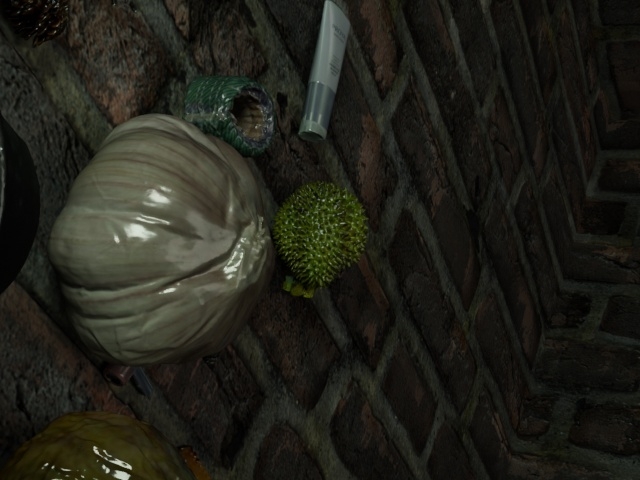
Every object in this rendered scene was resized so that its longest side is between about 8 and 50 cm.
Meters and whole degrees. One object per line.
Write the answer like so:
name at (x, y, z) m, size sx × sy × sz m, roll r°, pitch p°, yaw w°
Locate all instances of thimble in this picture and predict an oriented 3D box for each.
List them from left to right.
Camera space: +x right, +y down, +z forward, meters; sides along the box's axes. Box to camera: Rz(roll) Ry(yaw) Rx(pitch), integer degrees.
thimble at (-0.132, -0.184, 1.461) m, size 0.135 × 0.090 × 0.119 m, roll 37°, pitch 59°, yaw -54°

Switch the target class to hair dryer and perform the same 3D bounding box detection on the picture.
hair dryer at (-0.254, 0.188, 1.357) m, size 0.063 × 0.037 × 0.114 m, roll -60°, pitch 149°, yaw -34°

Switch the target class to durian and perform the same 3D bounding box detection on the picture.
durian at (0.001, -0.011, 1.661) m, size 0.159 × 0.146 × 0.198 m, roll 64°, pitch 38°, yaw -39°

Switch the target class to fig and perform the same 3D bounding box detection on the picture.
fig at (-0.205, 0.335, 1.139) m, size 0.286 × 0.368 × 0.286 m, roll 16°, pitch 71°, yaw -55°

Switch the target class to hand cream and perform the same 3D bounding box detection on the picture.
hand cream at (0.007, -0.296, 1.732) m, size 0.079 × 0.048 × 0.255 m, roll 35°, pitch 63°, yaw -55°

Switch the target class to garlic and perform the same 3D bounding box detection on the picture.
garlic at (-0.186, 0.003, 1.221) m, size 0.317 × 0.259 × 0.318 m, roll -29°, pitch 123°, yaw -59°

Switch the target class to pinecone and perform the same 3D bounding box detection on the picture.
pinecone at (-0.326, -0.265, 1.128) m, size 0.083 × 0.077 × 0.077 m, roll 42°, pitch 54°, yaw -23°

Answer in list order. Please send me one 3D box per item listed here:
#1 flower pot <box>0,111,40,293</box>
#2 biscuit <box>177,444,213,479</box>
flower pot at (-0.394, -0.030, 0.830) m, size 0.251 × 0.379 × 0.380 m, roll 19°, pitch 76°, yaw -82°
biscuit at (-0.212, 0.460, 1.486) m, size 0.232 × 0.013 × 0.237 m, roll -61°, pitch 143°, yaw -36°
